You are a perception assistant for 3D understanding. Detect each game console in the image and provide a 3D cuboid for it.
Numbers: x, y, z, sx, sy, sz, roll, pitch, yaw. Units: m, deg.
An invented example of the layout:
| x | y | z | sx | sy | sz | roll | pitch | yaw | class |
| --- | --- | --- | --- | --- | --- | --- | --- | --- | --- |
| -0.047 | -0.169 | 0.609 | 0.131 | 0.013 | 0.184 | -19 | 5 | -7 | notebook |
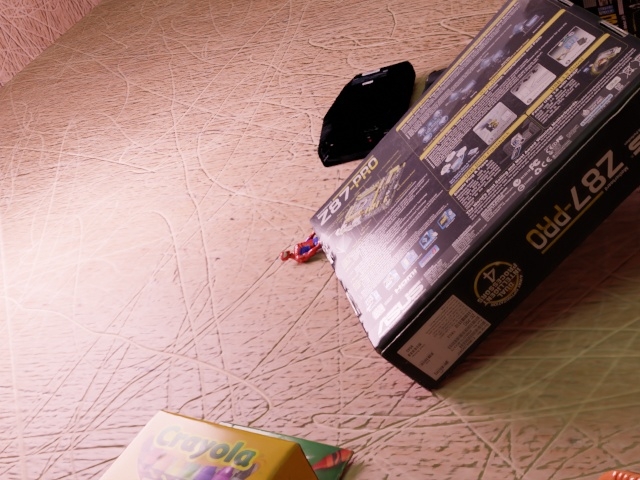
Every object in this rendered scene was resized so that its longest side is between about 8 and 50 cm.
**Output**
| x | y | z | sx | sy | sz | roll | pitch | yaw | class |
| --- | --- | --- | --- | --- | --- | --- | --- | --- | --- |
| 0.171 | -0.217 | 1.513 | 0.361 | 0.044 | 0.213 | -13 | 34 | 24 | game console |

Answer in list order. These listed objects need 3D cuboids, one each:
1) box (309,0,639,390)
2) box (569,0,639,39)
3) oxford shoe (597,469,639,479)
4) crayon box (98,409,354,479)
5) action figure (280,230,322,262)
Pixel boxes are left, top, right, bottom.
| x | y | z | sx | sy | sz | roll | pitch | yaw | class |
| --- | --- | --- | --- | --- | --- | --- | --- | --- | --- |
| 0.175 | -0.075 | 1.093 | 0.395 | 0.097 | 0.318 | -48 | 30 | 10 | box |
| 0.431 | -0.312 | 1.217 | 0.257 | 0.079 | 0.322 | -8 | -7 | 20 | box |
| 0.316 | 0.241 | 0.637 | 0.132 | 0.130 | 0.363 | -2 | 12 | -25 | oxford shoe |
| -0.136 | 0.274 | 0.939 | 0.202 | 0.081 | 0.318 | 2 | 40 | 41 | crayon box |
| 0.000 | 0.000 | 1.319 | 0.115 | 0.030 | 0.038 | -26 | 35 | 4 | action figure |
